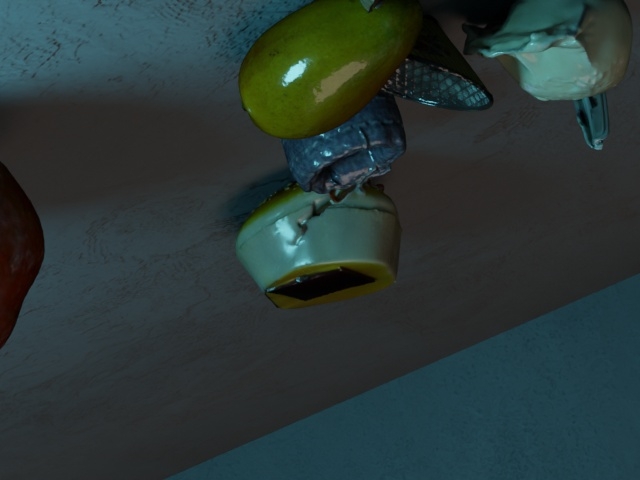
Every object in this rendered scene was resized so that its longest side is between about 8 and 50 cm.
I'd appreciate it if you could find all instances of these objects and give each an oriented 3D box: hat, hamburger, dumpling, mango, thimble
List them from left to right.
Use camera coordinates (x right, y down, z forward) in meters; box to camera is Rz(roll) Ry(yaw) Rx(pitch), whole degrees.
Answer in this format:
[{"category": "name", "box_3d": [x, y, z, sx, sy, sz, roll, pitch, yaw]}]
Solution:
[{"category": "hamburger", "box_3d": [0.000, 0.000, 2.376, 0.227, 0.151, 0.295, -16, 169, 3]}, {"category": "mango", "box_3d": [0.006, -0.188, 1.793, 0.221, 0.120, 0.151, -36, 166, 37]}, {"category": "thimble", "box_3d": [0.026, -0.127, 2.068, 0.150, 0.098, 0.150, -19, 163, -6]}, {"category": "hat", "box_3d": [0.111, -0.215, 1.934, 0.193, 0.082, 0.193, 16, 173, 2]}, {"category": "dumpling", "box_3d": [0.258, -0.233, 1.960, 0.193, 0.147, 0.258, 2, -167, 32]}]

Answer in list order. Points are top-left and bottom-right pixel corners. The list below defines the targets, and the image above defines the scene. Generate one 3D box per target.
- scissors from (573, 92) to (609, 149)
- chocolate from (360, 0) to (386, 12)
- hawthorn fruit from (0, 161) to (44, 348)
[{"category": "scissors", "box_3d": [0.315, -0.189, 2.032, 0.101, 0.204, 0.027, -6, 142, 1]}, {"category": "chocolate", "box_3d": [0.097, -0.316, 1.582, 0.102, 0.065, 0.329, -49, 175, -24]}, {"category": "hawthorn fruit", "box_3d": [-0.418, 0.015, 1.710, 0.284, 0.284, 0.284, -19, 164, -6]}]
